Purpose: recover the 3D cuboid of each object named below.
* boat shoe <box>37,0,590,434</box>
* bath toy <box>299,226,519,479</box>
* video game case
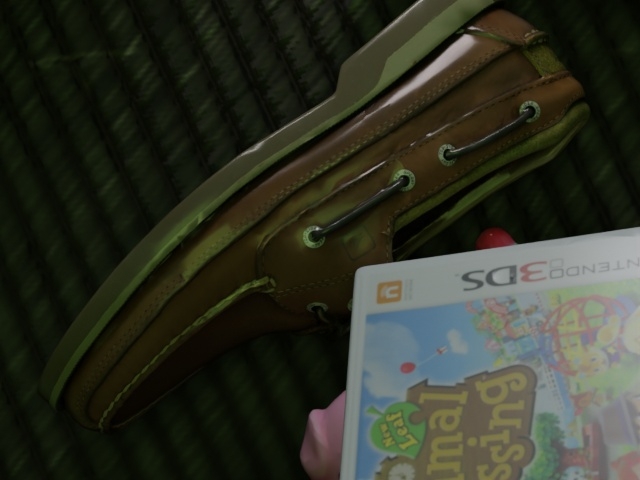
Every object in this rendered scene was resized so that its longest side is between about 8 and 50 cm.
[{"bbox_3d":[0.000,0.000,0.929,0.307,0.111,0.104,-43,83,-1],"label":"boat shoe"},{"bbox_3d":[0.029,0.124,0.901,0.348,0.151,0.129,-42,79,-4],"label":"bath toy"},{"bbox_3d":[0.102,0.086,0.798,0.193,0.023,0.212,-9,50,17],"label":"video game case"}]
